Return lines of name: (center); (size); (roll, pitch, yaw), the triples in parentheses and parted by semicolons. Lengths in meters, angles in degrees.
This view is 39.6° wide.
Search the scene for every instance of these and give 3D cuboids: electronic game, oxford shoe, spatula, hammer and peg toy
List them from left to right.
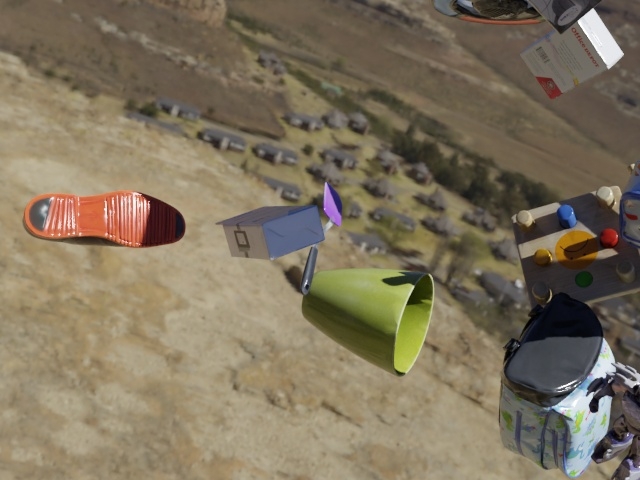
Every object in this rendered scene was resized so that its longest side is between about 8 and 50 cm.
oxford shoe: (-0.369, -0.033, 1.525); (0.271, 0.096, 0.098); (7, -12, -23)
spatula: (0.000, 0.000, 2.143); (0.030, 0.296, 0.084); (0, -31, 37)
electronic game: (0.294, -0.389, 1.459); (0.229, 0.048, 0.229); (5, 0, 0)
hammer and peg toy: (0.622, 0.003, 1.975); (0.127, 0.361, 0.265); (42, 35, -56)

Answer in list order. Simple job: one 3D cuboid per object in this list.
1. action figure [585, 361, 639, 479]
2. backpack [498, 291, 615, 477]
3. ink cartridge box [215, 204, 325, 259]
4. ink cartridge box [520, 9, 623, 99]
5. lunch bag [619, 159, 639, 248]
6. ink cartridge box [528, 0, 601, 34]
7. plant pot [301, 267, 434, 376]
action figure: (0.533, 0.322, 1.510); (0.099, 0.285, 0.185); (-23, 50, -16)
backpack: (0.503, 0.342, 1.916); (0.273, 0.355, 0.290); (31, 50, 18)
ink cartridge box: (-0.085, -0.014, 1.439); (0.104, 0.060, 0.180); (-21, 11, -28)
ink cartridge box: (0.538, -0.399, 1.910); (0.072, 0.175, 0.127); (-39, 97, -32)
lunch bag: (0.719, -0.036, 1.661); (0.303, 0.115, 0.243); (17, -23, 25)
ink cartridge box: (0.258, -0.434, 1.119); (0.333, 0.165, 0.065); (42, 33, -13)
plant pot: (0.110, 0.183, 2.324); (0.294, 0.274, 0.275); (14, 13, 23)
